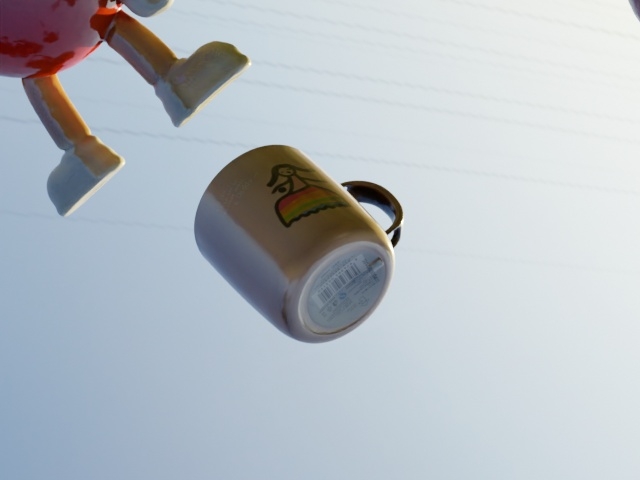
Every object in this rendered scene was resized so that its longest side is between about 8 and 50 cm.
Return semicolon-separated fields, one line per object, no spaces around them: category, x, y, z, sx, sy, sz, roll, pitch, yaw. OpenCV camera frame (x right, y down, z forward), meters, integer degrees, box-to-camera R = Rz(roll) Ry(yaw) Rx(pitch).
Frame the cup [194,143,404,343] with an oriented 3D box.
cup;0.000;0.000;1.186;0.253;0.191;0.200;-20;-139;-27

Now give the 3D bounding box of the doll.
doll;-0.164;-0.131;0.515;0.217;0.183;0.085;47;-153;-22

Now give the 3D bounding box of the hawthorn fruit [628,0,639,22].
hawthorn fruit;0.464;-0.297;1.031;0.287;0.330;0.287;2;-154;-1
